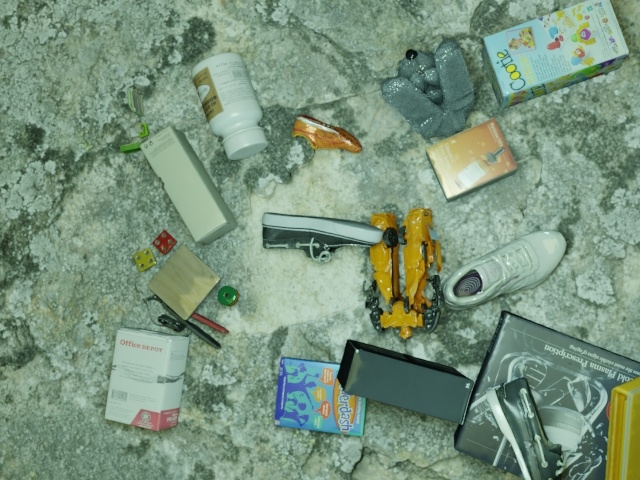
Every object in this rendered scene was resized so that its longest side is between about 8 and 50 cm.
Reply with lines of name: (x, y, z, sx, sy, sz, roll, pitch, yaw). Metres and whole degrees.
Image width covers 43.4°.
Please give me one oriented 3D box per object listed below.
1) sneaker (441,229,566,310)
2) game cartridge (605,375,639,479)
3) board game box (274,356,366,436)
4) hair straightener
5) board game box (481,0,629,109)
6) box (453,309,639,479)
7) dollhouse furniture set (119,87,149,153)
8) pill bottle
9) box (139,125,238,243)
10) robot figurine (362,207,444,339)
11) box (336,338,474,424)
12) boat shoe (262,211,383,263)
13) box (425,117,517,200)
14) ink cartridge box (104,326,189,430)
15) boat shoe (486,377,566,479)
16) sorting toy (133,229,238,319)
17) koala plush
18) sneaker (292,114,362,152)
sneaker: (0.407, 0.072, 1.774, 0.305, 0.152, 0.114, -29, 81, 5)
game cartridge: (0.695, 0.380, 1.620, 0.052, 0.323, 0.285, 19, 117, 51)
board game box: (0.005, 0.361, 1.872, 0.210, 0.047, 0.160, 5, 87, 8)
hair straightener: (-0.336, 0.204, 1.937, 0.230, 0.047, 0.089, 26, 91, 10)
board game box: (0.514, -0.414, 1.791, 0.275, 0.142, 0.144, -18, 84, 7)
box: (0.500, 0.356, 1.727, 0.343, 0.179, 0.313, 20, 91, 10)
dollhouse furniture set: (-0.466, -0.293, 1.975, 0.058, 0.076, 0.152, -9, 86, 8)
pill bottle: (-0.211, -0.316, 1.907, 0.131, 0.131, 0.229, -22, 83, 7)
box: (-0.313, -0.131, 1.923, 0.094, 0.113, 0.275, -32, 81, 6)
robot figurine: (0.194, 0.077, 1.819, 0.211, 0.085, 0.291, -6, 86, 40)
box: (0.178, 0.303, 1.751, 0.261, 0.184, 0.103, 16, 86, -3)
boat shoe: (-0.002, 0.000, 1.848, 0.306, 0.113, 0.105, 7, 96, 22)
box: (0.342, -0.181, 1.830, 0.170, 0.091, 0.130, -24, 83, 7)
ink cartridge box: (-0.410, 0.323, 1.905, 0.158, 0.092, 0.218, 7, 89, 24)
boat shoe: (0.432, 0.420, 1.587, 0.091, 0.114, 0.302, -28, 84, 13)
sorting toy: (-0.327, 0.097, 1.934, 0.274, 0.046, 0.132, 39, 88, 17)
koala plush: (0.236, -0.355, 1.816, 0.196, 0.221, 0.203, -33, 125, 9)
sneaker: (0.017, -0.241, 1.910, 0.175, 0.064, 0.067, 24, 110, 15)
